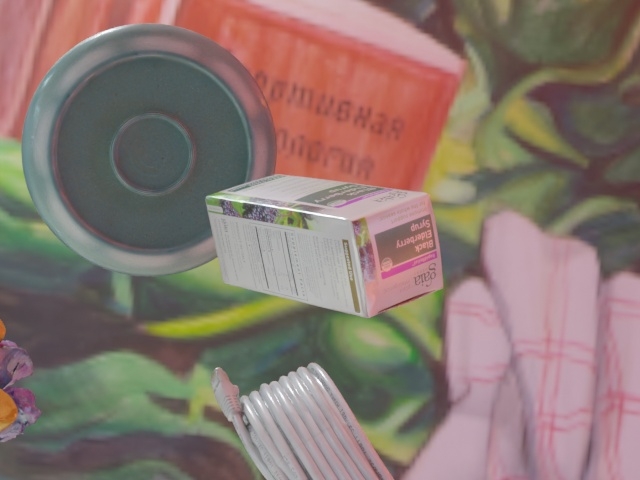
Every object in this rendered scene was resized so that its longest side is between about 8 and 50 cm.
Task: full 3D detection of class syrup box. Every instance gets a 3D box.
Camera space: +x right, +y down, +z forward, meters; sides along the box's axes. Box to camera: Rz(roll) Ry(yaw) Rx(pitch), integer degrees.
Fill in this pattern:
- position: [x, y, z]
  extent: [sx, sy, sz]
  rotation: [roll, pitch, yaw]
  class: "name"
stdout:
- position: [0.000, 0.000, 1.299]
  extent: [0.093, 0.096, 0.237]
  rotation: [-21, 17, -33]
  class: "syrup box"

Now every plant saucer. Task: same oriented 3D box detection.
- position: [-0.208, -0.109, 1.716]
  extent: [0.318, 0.317, 0.044]
  rotation: [6, 6, -11]
  class: "plant saucer"

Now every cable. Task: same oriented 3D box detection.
- position: [0.024, 0.227, 1.173]
  extent: [0.257, 0.089, 0.257]
  rotation: [51, -9, 44]
  class: "cable"

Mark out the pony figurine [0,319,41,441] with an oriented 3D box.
- position: [-0.401, 0.222, 1.210]
  extent: [0.303, 0.363, 0.351]
  rotation: [47, 21, 12]
  class: "pony figurine"
